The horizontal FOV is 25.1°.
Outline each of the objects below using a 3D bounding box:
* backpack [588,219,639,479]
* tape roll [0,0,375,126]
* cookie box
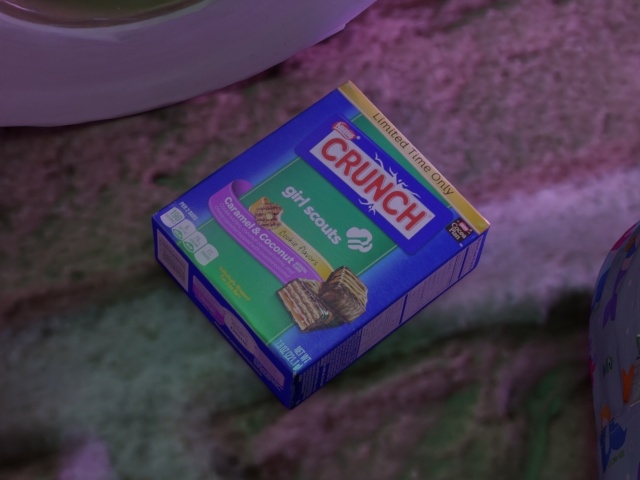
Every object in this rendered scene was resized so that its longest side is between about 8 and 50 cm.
[{"bbox_3d":[0.212,0.062,0.512,0.225,0.191,0.253,1,59,-4],"label":"backpack"},{"bbox_3d":[-0.077,-0.160,0.533,0.286,0.286,0.100,-16,66,-13],"label":"tape roll"},{"bbox_3d":[0.000,0.000,0.594,0.107,0.040,0.092,-36,72,-21],"label":"cookie box"}]
